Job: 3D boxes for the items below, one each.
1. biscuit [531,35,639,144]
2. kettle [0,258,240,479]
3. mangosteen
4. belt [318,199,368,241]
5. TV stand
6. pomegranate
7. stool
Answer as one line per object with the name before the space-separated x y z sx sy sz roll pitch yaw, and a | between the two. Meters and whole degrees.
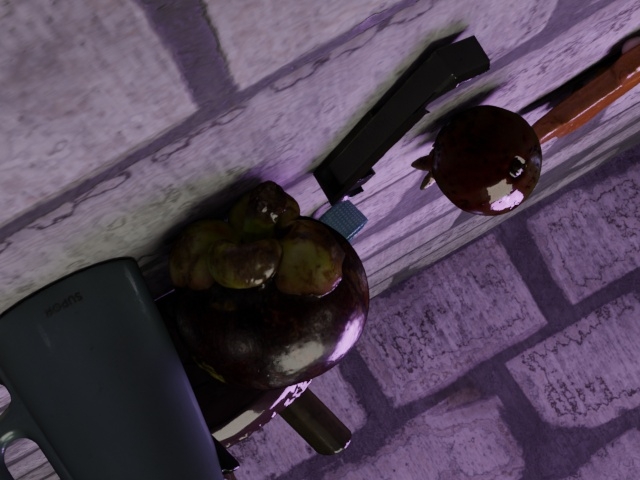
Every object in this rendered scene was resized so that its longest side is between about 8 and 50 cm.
biscuit | 0.426 -0.237 1.415 0.324 0.049 0.205 -35 172 33
kettle | -0.211 0.171 0.964 0.210 0.243 0.160 -26 171 -18
mangosteen | -0.050 0.033 0.996 0.192 0.192 0.217 -26 129 -28
belt | 0.003 0.004 1.340 0.100 0.065 0.179 -39 173 -13
TV stand | 0.069 -0.106 0.975 0.049 0.040 0.256 -25 170 -32
pomegranate | 0.173 -0.096 1.203 0.159 0.130 0.129 16 -161 30
stool | -0.113 0.181 1.181 0.272 0.179 0.272 -17 -147 11
